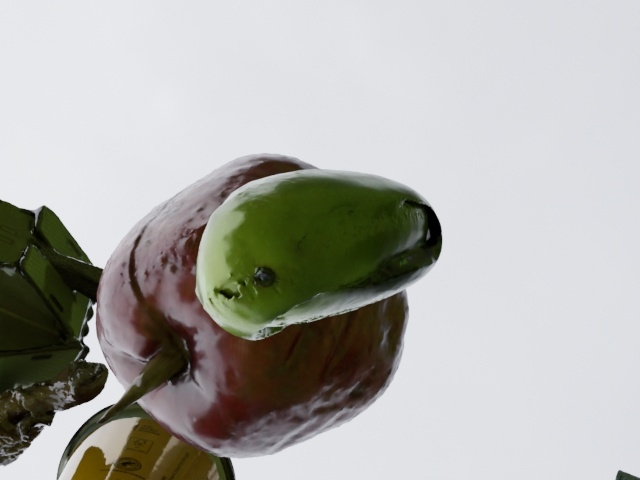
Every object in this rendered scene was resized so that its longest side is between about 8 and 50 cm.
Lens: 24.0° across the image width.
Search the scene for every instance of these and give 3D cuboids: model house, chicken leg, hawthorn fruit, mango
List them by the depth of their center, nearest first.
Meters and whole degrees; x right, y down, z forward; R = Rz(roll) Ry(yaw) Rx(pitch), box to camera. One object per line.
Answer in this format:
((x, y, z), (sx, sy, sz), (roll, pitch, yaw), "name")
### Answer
((0.000, 0.000, 0.738), (0.165, 0.091, 0.074), (-19, -89, -57), "mango")
((-0.053, 0.053, 1.241), (0.262, 0.258, 0.258), (20, -126, -72), "hawthorn fruit")
((-0.293, 0.170, 1.515), (0.085, 0.197, 0.069), (39, -152, -46), "chicken leg")
((-0.296, 0.098, 1.605), (0.278, 0.218, 0.205), (24, -142, -17), "model house")

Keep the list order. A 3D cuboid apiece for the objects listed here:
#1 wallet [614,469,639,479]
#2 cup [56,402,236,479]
((0.365, 0.378, 1.642), (0.036, 0.167, 0.222), (56, -127, -64), "wallet")
((-0.194, 0.282, 1.514), (0.196, 0.196, 0.280), (60, -169, -7), "cup")
